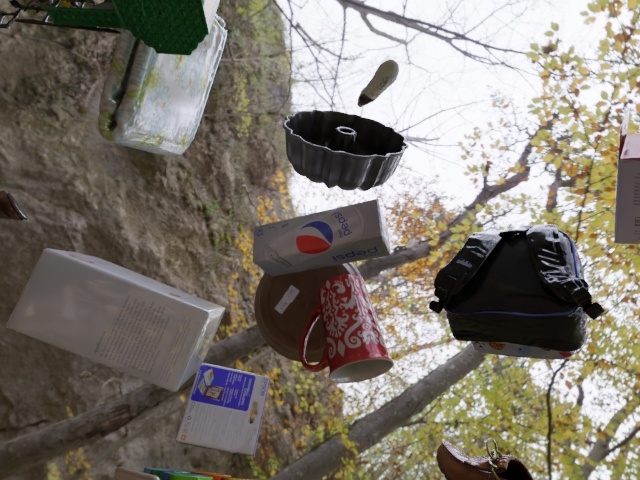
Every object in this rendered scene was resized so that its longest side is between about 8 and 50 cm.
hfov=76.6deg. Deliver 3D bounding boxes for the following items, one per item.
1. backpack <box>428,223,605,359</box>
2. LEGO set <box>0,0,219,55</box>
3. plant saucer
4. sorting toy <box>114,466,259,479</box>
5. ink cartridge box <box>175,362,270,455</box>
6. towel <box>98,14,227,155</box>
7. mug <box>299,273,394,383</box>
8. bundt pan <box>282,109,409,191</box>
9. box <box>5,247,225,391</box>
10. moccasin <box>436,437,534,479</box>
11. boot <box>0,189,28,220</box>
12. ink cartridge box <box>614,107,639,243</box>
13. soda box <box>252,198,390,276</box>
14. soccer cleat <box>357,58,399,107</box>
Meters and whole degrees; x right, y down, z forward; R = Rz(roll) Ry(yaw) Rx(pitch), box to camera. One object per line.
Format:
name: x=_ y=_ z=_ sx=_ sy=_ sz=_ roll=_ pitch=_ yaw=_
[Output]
backpack: x=0.393 y=0.093 z=0.807 sx=0.276 sy=0.263 sz=0.213 roll=0 pitch=-47 yaw=33
LEGO set: x=-0.202 y=-0.271 z=0.250 sx=0.331 sy=0.255 sz=0.192 roll=0 pitch=-120 yaw=8
plant saucer: x=-0.028 y=0.144 z=0.957 sx=0.277 sy=0.041 sz=0.278 roll=-3 pitch=-107 yaw=9
sorting toy: x=-0.173 y=0.358 z=0.593 sx=0.193 sy=0.208 sz=0.038 roll=-28 pitch=-138 yaw=45
ink cartridge box: x=-0.259 y=0.461 z=1.111 sx=0.045 sy=0.208 sz=0.206 roll=109 pitch=-6 yaw=-60
towel: x=-0.338 y=-0.379 z=0.900 sx=0.090 sy=0.320 sz=0.374 roll=20 pitch=-84 yaw=3
mug: x=0.038 y=0.155 z=0.729 sx=0.113 sy=0.150 sz=0.169 roll=111 pitch=-26 yaw=-50
bundt pan: x=0.055 y=-0.234 z=1.076 sx=0.331 sy=0.331 sz=0.124 roll=38 pitch=-48 yaw=33
box: x=-0.412 y=0.164 z=0.877 sx=0.345 sy=0.215 sz=0.168 roll=22 pitch=-98 yaw=-1
moccasin: x=0.401 y=0.518 z=0.865 sx=0.147 sy=0.139 sz=0.380 roll=-68 pitch=-162 yaw=-12
boot: x=-0.424 y=-0.017 z=0.485 sx=0.106 sy=0.114 sz=0.037 roll=13 pitch=-49 yaw=42
ink cartridge box: x=0.797 y=-0.169 z=0.975 sx=0.130 sy=0.309 sz=0.272 roll=4 pitch=-65 yaw=38
soda box: x=0.000 y=0.000 z=0.880 sx=0.286 sy=0.098 sz=0.091 roll=-11 pitch=-120 yaw=16
soccer cleat: x=0.177 y=-0.479 z=1.256 sx=0.068 sy=0.076 sz=0.196 roll=34 pitch=-23 yaw=-12
